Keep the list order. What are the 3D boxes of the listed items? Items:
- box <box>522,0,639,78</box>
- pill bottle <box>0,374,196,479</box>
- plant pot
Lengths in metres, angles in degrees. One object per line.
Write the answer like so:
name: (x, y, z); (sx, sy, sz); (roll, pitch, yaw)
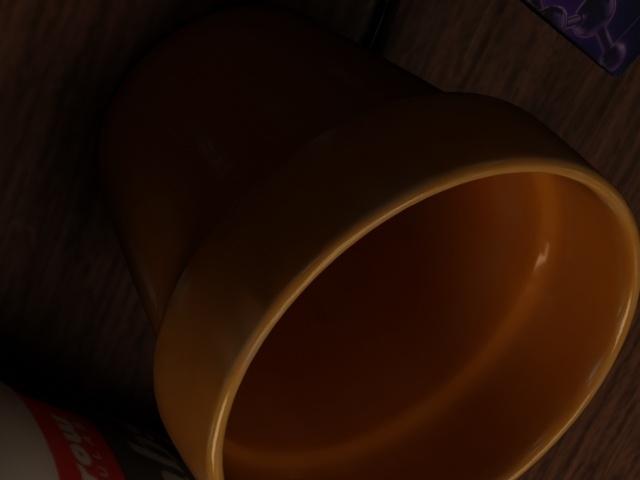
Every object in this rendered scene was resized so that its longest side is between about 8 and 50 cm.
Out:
box: (0.096, -0.187, 0.770); (0.153, 0.108, 0.207); (-50, 139, 10)
pill bottle: (-0.145, 0.170, 0.827); (0.210, 0.210, 0.363); (-49, 140, 10)
plant pot: (0.000, 0.000, 0.803); (0.205, 0.188, 0.205); (-21, 136, -22)
